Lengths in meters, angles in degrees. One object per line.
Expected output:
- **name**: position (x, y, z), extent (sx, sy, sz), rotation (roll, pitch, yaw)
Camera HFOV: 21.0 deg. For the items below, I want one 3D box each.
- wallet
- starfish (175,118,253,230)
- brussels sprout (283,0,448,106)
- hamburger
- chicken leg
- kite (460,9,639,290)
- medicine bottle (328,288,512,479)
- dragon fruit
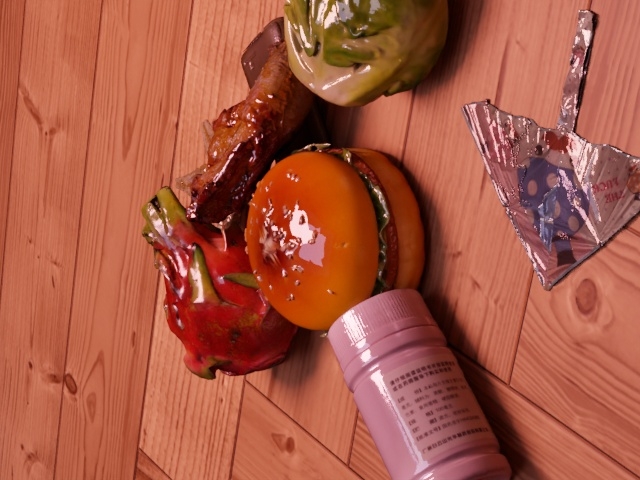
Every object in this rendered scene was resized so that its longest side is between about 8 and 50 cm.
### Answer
- **wallet**: position (-0.044, -0.179, 2.243), extent (0.110, 0.031, 0.198), rotation (-41, 63, 51)
- **starfish**: position (-0.126, -0.056, 2.367), extent (0.247, 0.050, 0.138), rotation (51, 134, 37)
- **brussels sprout**: position (0.055, -0.266, 1.988), extent (0.223, 0.161, 0.223), rotation (16, 120, 30)
- **hamburger**: position (0.001, 0.001, 2.097), extent (0.246, 0.170, 0.246), rotation (12, 106, 50)
- **chicken leg**: position (-0.077, -0.160, 2.158), extent (0.322, 0.083, 0.177), rotation (-56, 27, 16)
- **kite**: position (0.256, -0.095, 1.856), extent (0.335, 0.011, 0.314), rotation (27, 118, 49)
- **medicine bottle**: position (0.112, 0.192, 2.009), extent (0.133, 0.133, 0.249), rotation (-53, 55, 45)
- **dragon fruit**: position (-0.135, 0.058, 2.280), extent (0.269, 0.198, 0.200), rotation (49, 165, 15)
